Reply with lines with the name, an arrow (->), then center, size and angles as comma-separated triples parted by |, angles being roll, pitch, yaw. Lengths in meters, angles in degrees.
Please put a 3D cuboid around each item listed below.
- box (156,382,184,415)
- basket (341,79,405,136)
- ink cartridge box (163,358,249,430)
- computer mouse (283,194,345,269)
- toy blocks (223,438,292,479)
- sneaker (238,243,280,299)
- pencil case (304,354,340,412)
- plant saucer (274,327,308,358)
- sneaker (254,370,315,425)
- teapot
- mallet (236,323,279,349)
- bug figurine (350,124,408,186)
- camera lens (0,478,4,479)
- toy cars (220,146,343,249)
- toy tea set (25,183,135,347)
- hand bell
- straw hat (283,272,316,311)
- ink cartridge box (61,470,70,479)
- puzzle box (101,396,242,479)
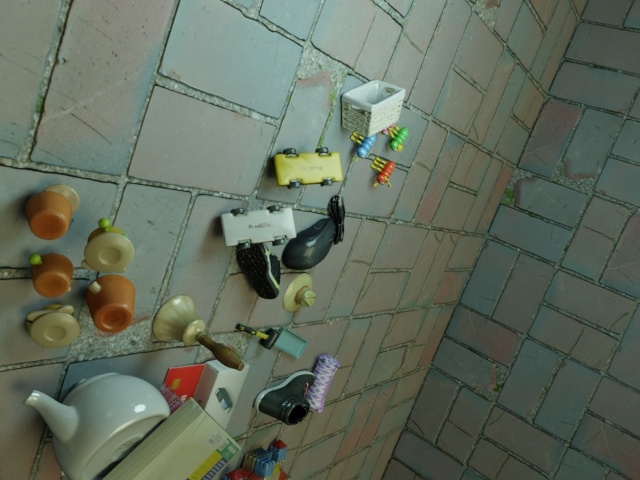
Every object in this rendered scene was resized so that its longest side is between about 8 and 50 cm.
box -> -0.424, 0.494, 1.394 | 0.257, 0.128, 0.122 | -41, 142, -21
basket -> 0.148, -0.375, 1.638 | 0.167, 0.113, 0.103 | -35, 141, -38
ink cartridge box -> -0.345, 0.475, 1.587 | 0.261, 0.066, 0.296 | 5, 109, -58
computer mouse -> 0.000, 0.000, 1.738 | 0.272, 0.072, 0.188 | -39, 143, -35
toy blocks -> -0.217, 0.847, 1.988 | 0.381, 0.191, 0.260 | 7, 95, -59
sneaker -> -0.159, 0.061, 1.567 | 0.234, 0.084, 0.097 | 80, 20, -45
pencil case -> 0.006, 0.523, 2.130 | 0.086, 0.088, 0.206 | -1, 114, -57
plant saucer -> -0.099, 0.337, 1.898 | 0.067, 0.018, 0.192 | -58, 148, -9
sneaker -> -0.077, 0.541, 1.961 | 0.296, 0.147, 0.104 | -12, 121, -54
teapot -> -0.456, 0.371, 1.224 | 0.253, 0.187, 0.256 | -28, 150, -34
mallet -> -0.193, 0.283, 1.705 | 0.190, 0.039, 0.062 | 25, 94, -55
bug figurine -> 0.198, -0.296, 1.813 | 0.216, 0.072, 0.279 | -60, 149, -5
camera lens -> -0.665, 0.598, 1.045 | 0.219, 0.219, 0.274 | -12, 122, -53
toy cars -> -0.103, -0.107, 1.474 | 0.176, 0.087, 0.393 | 44, 68, -14
toy tea set -> -0.452, 0.043, 1.089 | 0.200, 0.124, 0.335 | -3, 123, -23
hand bell -> -0.267, 0.234, 1.347 | 0.126, 0.242, 0.126 | -35, 139, -38
straw hat -> -0.048, 0.177, 1.812 | 0.144, 0.061, 0.144 | -36, 141, -37
ink cartridge box -> -0.573, 0.561, 1.342 | 0.048, 0.028, 0.083 | -24, 131, -47
puzzle box -> -0.338, 0.535, 1.357 | 0.272, 0.052, 0.408 | -43, 155, -19
